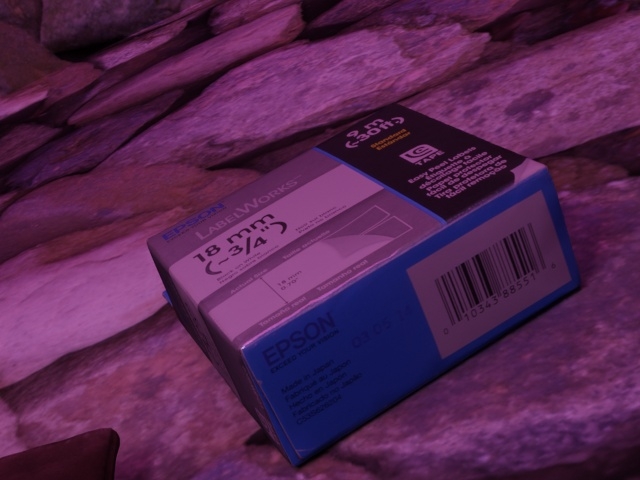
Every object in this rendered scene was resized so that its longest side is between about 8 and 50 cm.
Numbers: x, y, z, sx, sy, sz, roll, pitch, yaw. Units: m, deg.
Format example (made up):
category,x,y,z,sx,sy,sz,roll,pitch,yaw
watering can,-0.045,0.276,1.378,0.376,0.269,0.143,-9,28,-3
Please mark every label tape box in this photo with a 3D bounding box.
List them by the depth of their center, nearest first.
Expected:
category,x,y,z,sx,sy,sz,roll,pitch,yaw
label tape box,0.000,0.000,0.848,0.241,0.106,0.334,-30,27,-13

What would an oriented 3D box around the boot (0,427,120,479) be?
category,x,y,z,sx,sy,sz,roll,pitch,yaw
boot,-0.146,0.179,0.658,0.248,0.090,0.207,-21,28,15
